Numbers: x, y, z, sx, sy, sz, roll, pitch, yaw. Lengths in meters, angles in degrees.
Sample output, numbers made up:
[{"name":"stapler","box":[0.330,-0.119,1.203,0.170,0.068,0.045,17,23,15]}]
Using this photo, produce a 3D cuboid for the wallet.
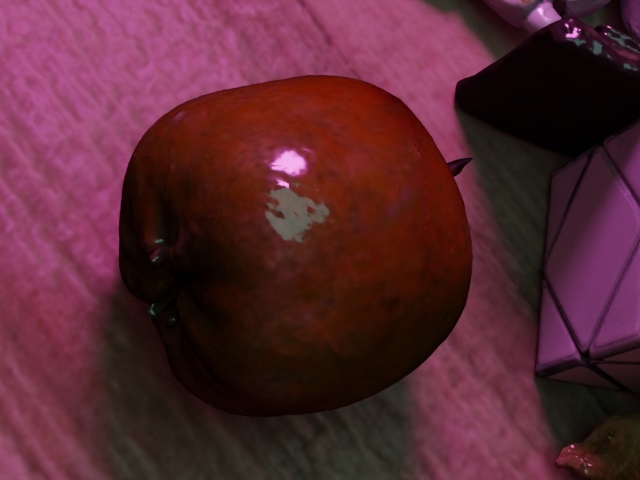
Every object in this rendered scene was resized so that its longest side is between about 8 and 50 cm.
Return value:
[{"name":"wallet","box":[0.235,-0.127,1.243,0.182,0.229,0.049,21,77,-11]}]

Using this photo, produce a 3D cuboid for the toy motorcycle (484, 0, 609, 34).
[{"name":"toy motorcycle","box":[0.195,-0.261,1.337,0.228,0.074,0.151,8,76,1]}]

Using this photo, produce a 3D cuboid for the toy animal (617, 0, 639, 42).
[{"name":"toy animal","box":[0.368,-0.170,1.366,0.367,0.081,0.206,34,56,-2]}]

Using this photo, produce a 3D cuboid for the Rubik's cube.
[{"name":"Rubik's cube","box":[0.325,0.024,1.247,0.205,0.207,0.205,10,76,-14]}]

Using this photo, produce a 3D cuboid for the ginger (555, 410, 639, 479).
[{"name":"ginger","box":[0.346,0.202,1.232,0.270,0.219,0.123,11,45,22]}]

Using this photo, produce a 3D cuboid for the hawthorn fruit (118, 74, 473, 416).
[{"name":"hawthorn fruit","box":[0.000,0.000,1.133,0.301,0.268,0.268,-19,83,-22]}]
